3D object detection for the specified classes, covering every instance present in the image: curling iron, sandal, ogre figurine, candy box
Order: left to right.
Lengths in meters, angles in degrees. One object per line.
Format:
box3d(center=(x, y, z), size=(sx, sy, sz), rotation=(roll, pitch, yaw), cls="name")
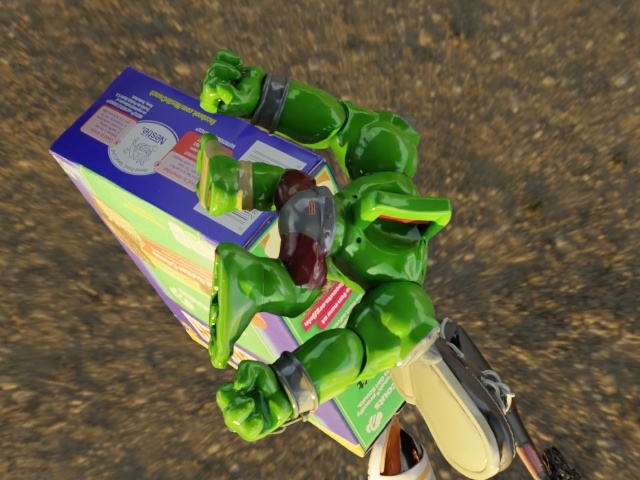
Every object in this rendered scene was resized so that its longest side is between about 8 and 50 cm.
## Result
box3d(center=(-0.067, 0.021, 1.165), size=(0.268, 0.317, 0.122), rotation=(28, 69, 39), cls="candy box")
box3d(center=(0.000, 0.000, 0.647), size=(0.118, 0.097, 0.197), rotation=(1, 50, -13), cls="ogre figurine")
box3d(center=(0.109, 0.318, 1.550), size=(0.076, 0.102, 0.265), rotation=(5, 124, 16), cls="sandal")
box3d(center=(0.210, 0.192, 1.430), size=(0.035, 0.068, 0.274), rotation=(-47, 45, 13), cls="curling iron")

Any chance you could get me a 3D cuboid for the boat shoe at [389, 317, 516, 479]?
box3d(center=(0.099, 0.097, 0.873), size=(0.065, 0.206, 0.075), rotation=(-12, 107, -11), cls="boat shoe")
